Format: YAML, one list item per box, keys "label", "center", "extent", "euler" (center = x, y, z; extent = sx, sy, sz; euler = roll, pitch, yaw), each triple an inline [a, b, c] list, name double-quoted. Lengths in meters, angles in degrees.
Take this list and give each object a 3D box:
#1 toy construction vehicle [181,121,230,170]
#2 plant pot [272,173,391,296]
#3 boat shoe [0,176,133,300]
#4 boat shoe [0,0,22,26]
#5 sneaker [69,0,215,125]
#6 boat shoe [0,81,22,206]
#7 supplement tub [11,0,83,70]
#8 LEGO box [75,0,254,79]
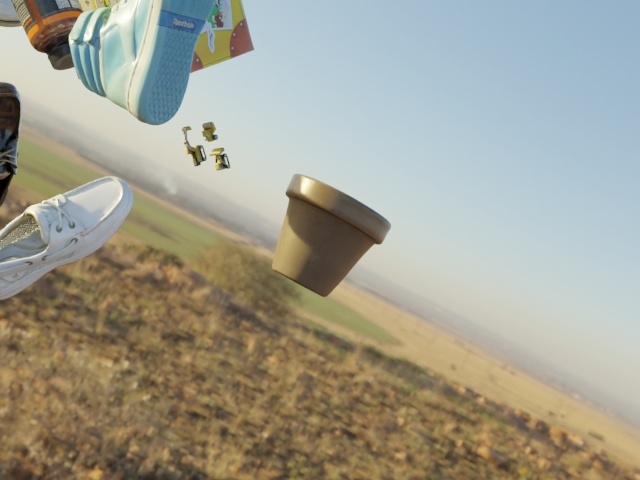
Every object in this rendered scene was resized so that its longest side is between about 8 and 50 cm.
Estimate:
- label: "toy construction vehicle"
  center: [-0.228, -0.180, 1.813]
  extent: [0.086, 0.098, 0.035]
  euler: [-1, 21, 40]
- label: "plant pot"
  center: [0.000, 0.000, 2.175]
  extent: [0.263, 0.229, 0.263]
  euler: [29, -4, 2]
- label: "boat shoe"
  center: [-0.409, -0.015, 1.403]
  extent: [0.098, 0.277, 0.096]
  euler: [46, -16, 22]
- label: "boat shoe"
  center: [-0.810, -0.583, 2.180]
  extent: [0.113, 0.103, 0.302]
  euler: [40, 23, 31]
- label: "sneaker"
  center: [-0.283, -0.354, 1.413]
  extent: [0.208, 0.319, 0.127]
  euler: [22, 6, 28]
- label: "boat shoe"
  center: [-0.710, -0.187, 2.023]
  extent: [0.132, 0.355, 0.130]
  euler: [-15, 57, -39]
- label: "supplement tub"
  center: [-0.463, -0.393, 1.573]
  extent: [0.106, 0.106, 0.198]
  euler: [23, 43, -86]
- label: "LEGO box"
  center: [-0.365, -0.565, 1.721]
  extent: [0.193, 0.500, 0.372]
  euler: [-29, 25, -36]
